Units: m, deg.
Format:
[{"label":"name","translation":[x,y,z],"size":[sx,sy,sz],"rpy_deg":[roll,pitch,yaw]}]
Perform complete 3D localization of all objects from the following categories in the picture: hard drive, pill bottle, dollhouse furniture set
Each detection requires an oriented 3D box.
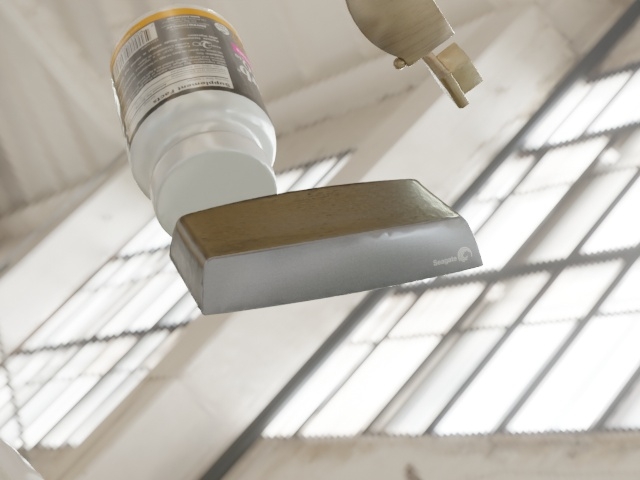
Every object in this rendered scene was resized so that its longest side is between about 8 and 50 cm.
[{"label":"hard drive","translation":[0.000,0.000,1.351],"size":[0.172,0.254,0.054],"rpy_deg":[-131,-146,-65]},{"label":"pill bottle","translation":[-0.138,-0.127,1.658],"size":[0.278,0.162,0.162],"rpy_deg":[-110,-178,-48]},{"label":"dollhouse furniture set","translation":[-0.051,-0.273,1.388],"size":[0.355,0.173,0.303],"rpy_deg":[50,4,-42]}]

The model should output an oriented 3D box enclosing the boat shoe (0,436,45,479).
[{"label":"boat shoe","translation":[-0.269,0.340,1.373],"size":[0.340,0.158,0.127],"rpy_deg":[51,-2,7]}]
